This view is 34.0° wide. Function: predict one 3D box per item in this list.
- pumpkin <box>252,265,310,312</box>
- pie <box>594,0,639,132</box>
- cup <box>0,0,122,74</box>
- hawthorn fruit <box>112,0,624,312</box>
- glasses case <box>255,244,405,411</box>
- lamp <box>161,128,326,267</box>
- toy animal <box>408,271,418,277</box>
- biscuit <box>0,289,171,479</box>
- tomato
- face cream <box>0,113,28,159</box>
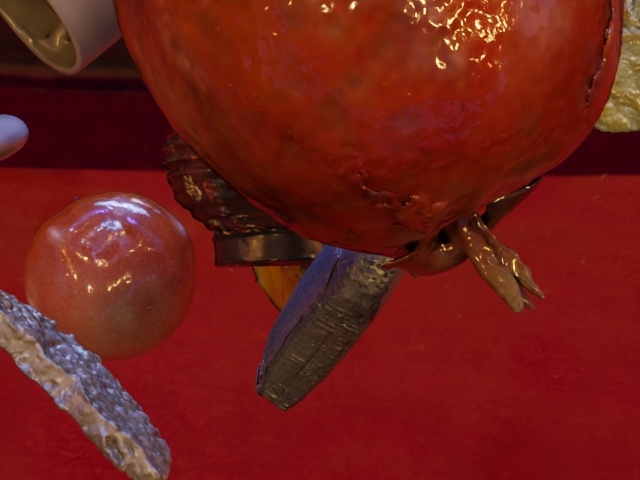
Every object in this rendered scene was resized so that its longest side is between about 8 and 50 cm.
[{"bbox_3d":[0.011,-0.007,1.304,0.148,0.312,0.169,-10,78,-16],"label":"pumpkin"},{"bbox_3d":[0.482,-0.285,1.504,0.274,0.105,0.257,-29,77,20],"label":"pie"},{"bbox_3d":[-0.233,-0.323,0.966,0.257,0.219,0.289,-42,60,-14],"label":"cup"},{"bbox_3d":[0.042,-0.100,0.560,0.276,0.276,0.307,-20,83,-1],"label":"hawthorn fruit"},{"bbox_3d":[0.009,0.053,0.856,0.067,0.282,0.109,29,55,-5],"label":"glasses case"},{"bbox_3d":[-0.033,-0.085,1.012,0.247,0.247,0.247,0,81,2],"label":"lamp"},{"bbox_3d":[0.008,-0.017,1.595,0.260,0.243,0.087,31,78,-25],"label":"toy animal"},{"bbox_3d":[-0.209,0.118,0.899,0.250,0.133,0.032,41,90,14],"label":"biscuit"},{"bbox_3d":[-0.308,0.054,1.547,0.256,0.256,0.224,-52,44,-6],"label":"tomato"},{"bbox_3d":[-0.381,-0.118,1.215,0.072,0.182,0.051,-11,101,-5],"label":"face cream"}]
